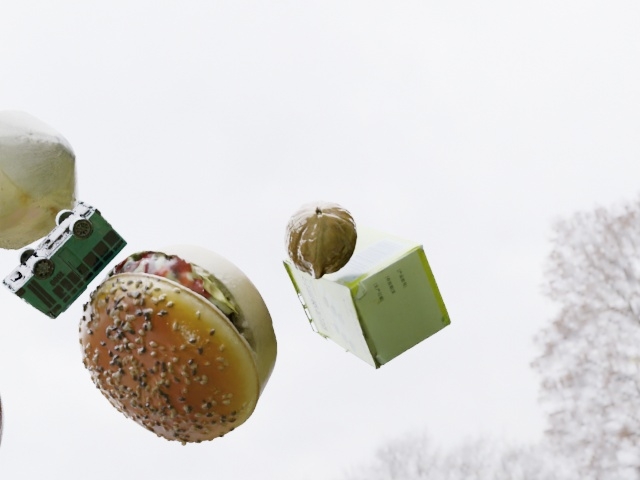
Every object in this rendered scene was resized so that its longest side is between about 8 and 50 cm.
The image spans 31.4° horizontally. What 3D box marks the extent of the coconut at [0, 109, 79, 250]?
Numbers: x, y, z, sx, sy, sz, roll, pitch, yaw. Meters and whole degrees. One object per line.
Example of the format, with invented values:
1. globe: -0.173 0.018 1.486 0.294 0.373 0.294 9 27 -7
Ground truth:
1. coconut: -0.508 -0.103 1.891 0.241 0.241 0.241 -10 -29 -5

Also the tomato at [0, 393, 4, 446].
1. tomato: -0.495 0.203 1.245 0.270 0.270 0.222 -31 9 30

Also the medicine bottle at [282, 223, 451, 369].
1. medicine bottle: 0.065 0.073 1.697 0.141 0.250 0.137 -31 -70 -16

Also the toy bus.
1. toy bus: -0.351 0.031 1.565 0.160 0.079 0.092 -48 -61 -14

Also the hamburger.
1. hamburger: -0.207 0.149 1.600 0.300 0.300 0.176 -40 3 40

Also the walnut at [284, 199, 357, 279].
1. walnut: 0.000 0.000 1.584 0.105 0.105 0.124 -6 -46 -12
